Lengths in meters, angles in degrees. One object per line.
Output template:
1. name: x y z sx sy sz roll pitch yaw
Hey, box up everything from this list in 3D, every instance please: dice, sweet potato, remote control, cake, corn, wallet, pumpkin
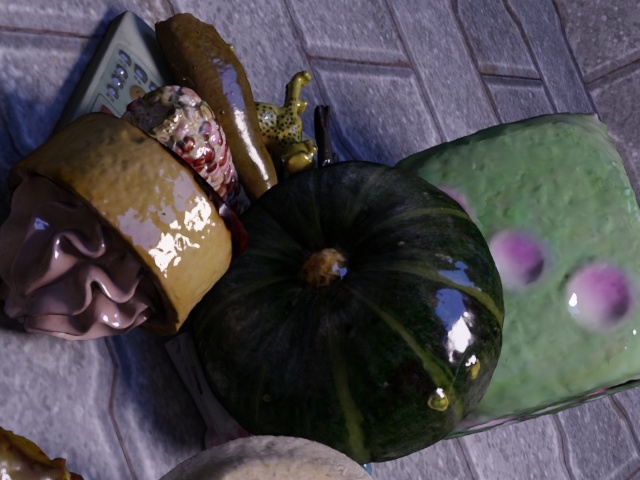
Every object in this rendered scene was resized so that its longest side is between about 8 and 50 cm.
1. dice: 0.229 0.049 1.607 0.318 0.330 0.322 40 35 -75
2. sweet potato: -0.098 -0.135 1.432 0.244 0.077 0.077 62 27 -3
3. remote control: -0.194 -0.125 1.357 0.123 0.038 0.285 51 30 -25
4. cake: -0.184 0.014 1.130 0.208 0.185 0.178 48 67 -35
5. corn: -0.122 -0.053 1.285 0.280 0.092 0.092 71 8 -64
6. wallet: 0.005 -0.078 1.509 0.082 0.018 0.157 93 -5 -48
7. pumpkin: 0.028 0.073 1.262 0.207 0.300 0.300 70 14 -51

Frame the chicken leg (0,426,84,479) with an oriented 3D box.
1. chicken leg: -0.306 0.118 0.871 0.429 0.152 0.201 45 45 -49

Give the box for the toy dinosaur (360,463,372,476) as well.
1. toy dinosaur: 0.040 0.242 1.490 0.047 0.030 0.083 41 36 -36

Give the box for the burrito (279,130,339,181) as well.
1. burrito: -0.003 0.000 1.572 0.096 0.066 0.309 33 38 -43

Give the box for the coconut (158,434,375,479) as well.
1. coconut: -0.052 0.290 1.072 0.266 0.237 0.237 102 -18 -60

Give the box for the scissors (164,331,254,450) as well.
1. scissors: -0.084 0.199 1.300 0.242 0.030 0.118 63 26 -5

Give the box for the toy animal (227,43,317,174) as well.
1. toy animal: -0.086 -0.147 1.508 0.181 0.073 0.136 22 49 -14

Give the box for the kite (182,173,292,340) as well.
1. kite: -0.034 0.035 1.450 0.204 0.022 0.360 24 44 -15
